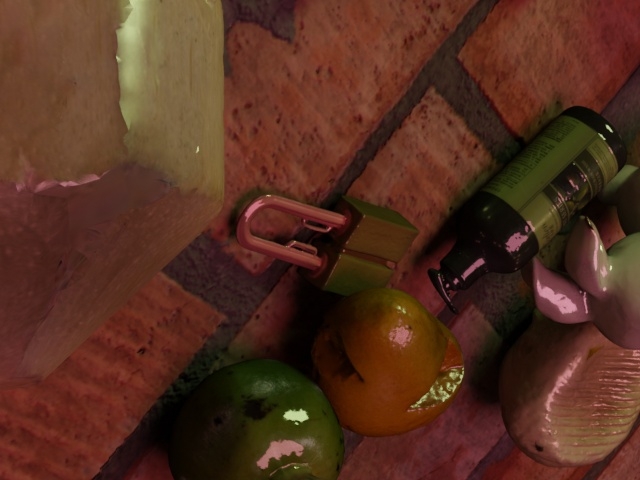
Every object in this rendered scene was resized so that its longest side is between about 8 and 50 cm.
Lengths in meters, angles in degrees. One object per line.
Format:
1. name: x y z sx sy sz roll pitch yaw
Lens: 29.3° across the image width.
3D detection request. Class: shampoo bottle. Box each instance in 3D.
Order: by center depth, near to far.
1. shampoo bottle: 0.236 -0.035 1.444 0.284 0.101 0.101 -43 140 -13

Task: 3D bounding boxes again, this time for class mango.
1. mango: 0.071 0.133 1.343 0.167 0.130 0.262 -11 152 10

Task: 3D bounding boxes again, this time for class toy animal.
1. toy animal: 0.419 0.019 1.541 0.310 0.247 0.183 -47 180 -29

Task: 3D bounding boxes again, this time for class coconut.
1. coconut: -0.216 -0.067 0.810 0.352 0.352 0.352 -26 134 -30

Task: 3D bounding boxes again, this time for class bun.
1. bun: 0.340 0.182 1.673 0.259 0.160 0.259 -12 111 -33

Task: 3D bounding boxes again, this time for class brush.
1. brush: 0.000 0.000 1.275 0.233 0.047 0.103 16 109 -49

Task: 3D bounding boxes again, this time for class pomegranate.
1. pomegranate: -0.051 0.228 1.254 0.187 0.225 0.187 -13 122 -22
